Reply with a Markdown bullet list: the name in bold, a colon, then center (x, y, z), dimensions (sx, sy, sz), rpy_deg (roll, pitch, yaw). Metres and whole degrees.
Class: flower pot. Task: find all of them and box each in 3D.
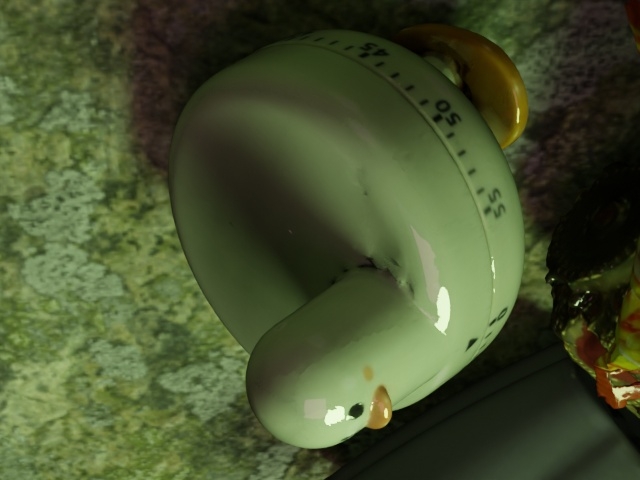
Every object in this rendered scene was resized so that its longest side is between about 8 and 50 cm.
- **flower pot**: center (0.161, 0.214, 1.228), dimensions (0.243, 0.265, 0.265), rpy_deg (-42, 125, 16)

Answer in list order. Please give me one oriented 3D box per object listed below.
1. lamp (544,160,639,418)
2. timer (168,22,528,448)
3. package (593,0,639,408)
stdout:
- **lamp**: center (0.276, 0.061, 1.110), dimensions (0.177, 0.177, 0.274), rpy_deg (-37, 116, 28)
- **timer**: center (0.000, 0.000, 0.977), dimensions (0.240, 0.233, 0.233), rpy_deg (-33, 150, -37)
- **package**: center (0.265, -0.014, 0.915), dimensions (0.223, 0.108, 0.288), rpy_deg (3, 117, 13)
